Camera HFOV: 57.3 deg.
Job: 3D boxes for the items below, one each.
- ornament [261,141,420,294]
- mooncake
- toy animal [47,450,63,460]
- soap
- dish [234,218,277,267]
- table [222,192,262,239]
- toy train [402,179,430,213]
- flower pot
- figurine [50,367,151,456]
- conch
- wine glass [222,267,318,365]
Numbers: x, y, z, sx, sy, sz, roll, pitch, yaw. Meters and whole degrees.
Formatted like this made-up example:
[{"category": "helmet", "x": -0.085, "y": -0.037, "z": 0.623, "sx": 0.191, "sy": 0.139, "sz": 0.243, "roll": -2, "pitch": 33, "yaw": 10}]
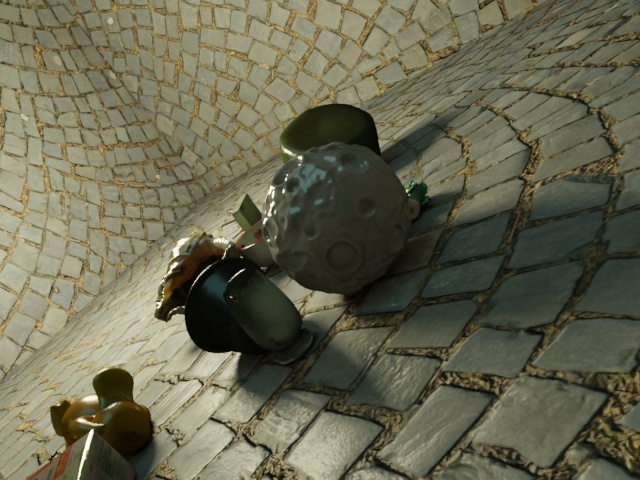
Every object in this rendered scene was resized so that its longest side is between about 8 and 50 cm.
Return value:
[{"category": "ornament", "x": 0.027, "y": -0.056, "z": 1.295, "sx": 0.337, "sy": 0.337, "sz": 0.337, "roll": -32, "pitch": 17, "yaw": 11}, {"category": "mooncake", "x": 0.034, "y": -0.329, "z": 2.097, "sx": 0.356, "sy": 0.194, "sz": 0.356, "roll": -8, "pitch": 40, "yaw": 7}, {"category": "toy animal", "x": -0.581, "y": 0.519, "z": 1.277, "sx": 0.127, "sy": 0.131, "sz": 0.181, "roll": -7, "pitch": 15, "yaw": 16}, {"category": "soap", "x": -0.459, "y": 0.489, "z": 1.078, "sx": 0.182, "sy": 0.138, "sz": 0.199, "roll": -37, "pitch": 17, "yaw": -3}, {"category": "dish", "x": -0.141, "y": -0.002, "z": 1.843, "sx": 0.256, "sy": 0.117, "sz": 0.256, "roll": -32, "pitch": 16, "yaw": 10}, {"category": "table", "x": -0.333, "y": -0.092, "z": 2.463, "sx": 0.111, "sy": 0.121, "sz": 0.240, "roll": -32, "pitch": 16, "yaw": 11}, {"category": "toy train", "x": 0.201, "y": -0.078, "z": 1.479, "sx": 0.176, "sy": 0.074, "sz": 0.118, "roll": -48, "pitch": 10, "yaw": -23}, {"category": "flower pot", "x": -0.169, "y": 0.168, "z": 1.323, "sx": 0.235, "sy": 0.235, "sz": 0.148, "roll": -43, "pitch": 38, "yaw": -24}, {"category": "figurine", "x": -0.486, "y": 0.412, "z": 1.324, "sx": 0.228, "sy": 0.215, "sz": 0.215, "roll": -43, "pitch": 11, "yaw": 30}, {"category": "conch", "x": -0.354, "y": 0.124, "z": 1.800, "sx": 0.297, "sy": 0.210, "sz": 0.352, "roll": -21, "pitch": 44, "yaw": 39}, {"category": "wine glass", "x": -0.105, "y": 0.156, "z": 1.195, "sx": 0.111, "sy": 0.204, "sz": 0.111, "roll": -33, "pitch": 21, "yaw": 14}]
